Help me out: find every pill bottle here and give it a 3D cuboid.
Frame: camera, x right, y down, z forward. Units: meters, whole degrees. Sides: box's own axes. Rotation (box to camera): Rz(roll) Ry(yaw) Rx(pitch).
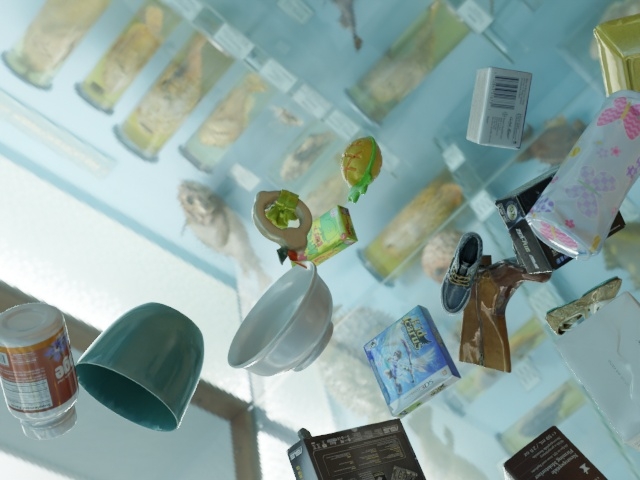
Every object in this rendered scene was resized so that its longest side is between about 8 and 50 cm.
[{"bbox_3d":[-0.476,0.224,1.408,0.121,0.216,0.121,-2,-153,1],"label":"pill bottle"}]

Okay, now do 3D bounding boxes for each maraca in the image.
[{"bbox_3d":[0.099,-0.175,2.044,0.099,0.127,0.185,19,-128,-18],"label":"maraca"}]

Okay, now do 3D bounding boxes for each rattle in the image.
[{"bbox_3d":[-0.085,0.006,1.670,0.130,0.143,0.199,8,-129,-41],"label":"rattle"}]

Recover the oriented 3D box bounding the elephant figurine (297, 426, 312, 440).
[{"bbox_3d":[0.036,0.673,2.457,0.169,0.186,0.239,134,133,-81],"label":"elephant figurine"}]

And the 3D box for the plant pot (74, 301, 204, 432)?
[{"bbox_3d":[-0.424,0.298,2.079,0.293,0.293,0.235,40,-125,-15],"label":"plant pot"}]

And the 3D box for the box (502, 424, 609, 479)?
[{"bbox_3d":[0.567,0.591,1.990,0.203,0.168,0.167,47,166,39],"label":"box"}]

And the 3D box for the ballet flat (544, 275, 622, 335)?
[{"bbox_3d":[0.573,0.147,1.788,0.073,0.206,0.067,-2,-117,-35],"label":"ballet flat"}]

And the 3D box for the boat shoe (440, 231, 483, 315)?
[{"bbox_3d":[0.291,0.070,1.731,0.065,0.183,0.083,16,-176,9],"label":"boat shoe"}]

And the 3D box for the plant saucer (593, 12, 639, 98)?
[{"bbox_3d":[0.823,-0.380,1.910,0.333,0.333,0.081,59,-150,-43],"label":"plant saucer"}]

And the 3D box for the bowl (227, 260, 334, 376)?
[{"bbox_3d":[-0.064,0.199,1.873,0.134,0.298,0.298,40,-160,-15],"label":"bowl"}]

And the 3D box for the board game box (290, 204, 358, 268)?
[{"bbox_3d":[0.000,0.000,2.020,0.043,0.181,0.092,16,-130,-48],"label":"board game box"}]

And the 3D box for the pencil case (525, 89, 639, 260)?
[{"bbox_3d":[0.441,-0.102,1.309,0.124,0.273,0.113,36,172,3],"label":"pencil case"}]

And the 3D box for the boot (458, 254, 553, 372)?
[{"bbox_3d":[0.433,0.178,1.987,0.096,0.264,0.280,-5,-85,-49],"label":"boot"}]

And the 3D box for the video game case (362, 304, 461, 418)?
[{"bbox_3d":[0.280,0.378,2.609,0.061,0.244,0.269,26,-148,-47],"label":"video game case"}]

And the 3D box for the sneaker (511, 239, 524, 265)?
[{"bbox_3d":[0.458,-0.015,1.711,0.276,0.098,0.135,-20,-70,-56],"label":"sneaker"}]

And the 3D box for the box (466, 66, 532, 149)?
[{"bbox_3d":[0.296,-0.222,1.395,0.072,0.126,0.137,7,-169,0],"label":"box"}]

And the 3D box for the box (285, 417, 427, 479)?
[{"bbox_3d":[0.074,0.404,1.387,0.231,0.056,0.183,-2,-121,-41],"label":"box"}]

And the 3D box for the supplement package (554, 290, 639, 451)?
[{"bbox_3d":[0.519,0.223,1.351,0.203,0.149,0.194,32,-156,-51],"label":"supplement package"}]

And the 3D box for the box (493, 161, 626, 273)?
[{"bbox_3d":[0.421,-0.047,1.463,0.147,0.180,0.077,64,161,-4],"label":"box"}]
